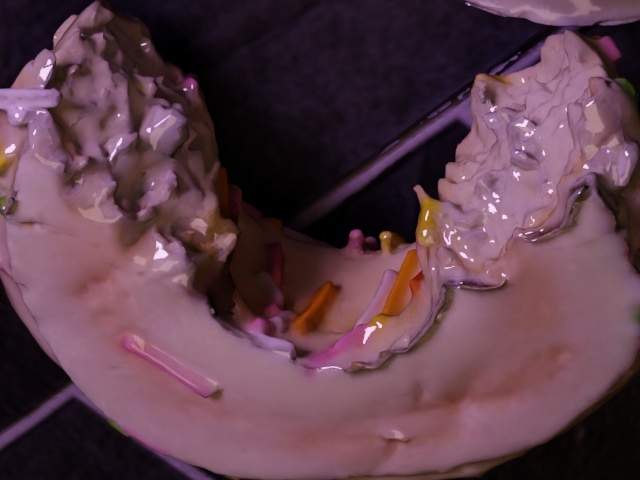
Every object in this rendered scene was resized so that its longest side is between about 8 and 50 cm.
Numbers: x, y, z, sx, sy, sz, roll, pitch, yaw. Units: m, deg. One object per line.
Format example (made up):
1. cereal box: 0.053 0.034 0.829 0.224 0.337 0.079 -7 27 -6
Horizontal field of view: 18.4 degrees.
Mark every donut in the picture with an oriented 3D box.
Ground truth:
1. donut: 0.008 0.005 1.076 0.371 0.150 0.307 3 135 6

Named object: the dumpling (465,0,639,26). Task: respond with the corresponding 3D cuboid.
1. dumpling: 0.101 -0.190 0.909 0.341 0.181 0.260 -9 157 -6
